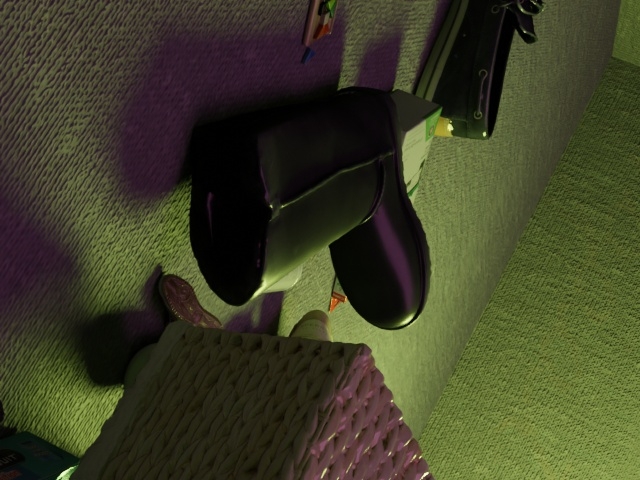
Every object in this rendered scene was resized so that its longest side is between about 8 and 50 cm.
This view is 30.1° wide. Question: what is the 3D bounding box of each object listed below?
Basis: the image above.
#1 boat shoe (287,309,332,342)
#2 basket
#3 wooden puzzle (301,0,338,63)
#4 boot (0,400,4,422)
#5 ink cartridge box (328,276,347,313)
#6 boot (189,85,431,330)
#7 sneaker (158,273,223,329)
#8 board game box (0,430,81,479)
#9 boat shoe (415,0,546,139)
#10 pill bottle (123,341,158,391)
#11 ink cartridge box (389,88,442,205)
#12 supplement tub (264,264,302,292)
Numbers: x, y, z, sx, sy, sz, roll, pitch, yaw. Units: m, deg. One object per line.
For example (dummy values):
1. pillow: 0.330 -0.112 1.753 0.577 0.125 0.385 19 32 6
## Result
1. boat shoe: -0.034 0.235 1.965 0.302 0.109 0.098 105 -2 -46
2. basket: -0.068 0.311 1.274 0.331 0.266 0.328 -60 137 -38
3. wooden puzzle: 0.004 -0.290 1.539 0.078 0.014 0.116 -45 153 -49
4. boot: -0.358 0.156 0.856 0.260 0.131 0.348 -55 160 -31
5. ink cartridge box: 0.049 0.077 2.124 0.063 0.029 0.115 -44 152 -51
6. boot: -0.001 -0.002 1.543 0.445 0.146 0.367 -33 112 -66
7. sneaker: -0.176 0.082 1.465 0.042 0.067 0.118 -56 130 -24
8. board game box: -0.380 0.374 1.159 0.336 0.079 0.254 -69 163 10
9. boat shoe: 0.318 -0.405 2.086 0.500 0.156 0.187 -69 161 4
10. pill bottle: -0.164 0.175 1.500 0.103 0.103 0.184 -68 162 6
11. ink cartridge box: 0.104 -0.115 1.931 0.160 0.092 0.219 -39 148 -55
12. supplement tub: -0.074 0.037 1.642 0.071 0.071 0.107 -68 163 7
